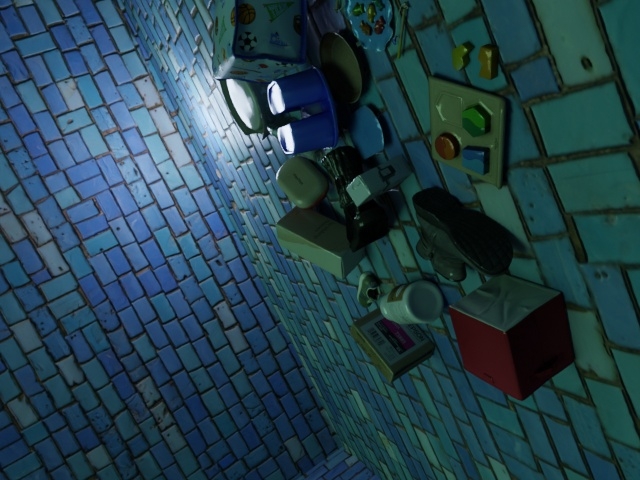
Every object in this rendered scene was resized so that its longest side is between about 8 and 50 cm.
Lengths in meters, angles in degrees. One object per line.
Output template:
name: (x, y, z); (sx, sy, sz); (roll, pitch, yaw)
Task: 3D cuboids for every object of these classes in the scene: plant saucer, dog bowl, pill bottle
plant saucer: (0.065, -0.474, 1.490); (0.198, 0.036, 0.198); (49, 157, 29)
dog bowl: (-0.267, -0.554, 2.103); (0.348, 0.102, 0.348); (50, 158, 28)
pill bottle: (0.279, 0.201, 1.734); (0.131, 0.131, 0.229); (61, 160, 1)

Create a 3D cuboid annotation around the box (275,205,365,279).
box: (0.000, 0.000, 2.013); (0.311, 0.148, 0.121); (26, 144, 29)

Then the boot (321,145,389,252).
boot: (0.107, -0.126, 1.713); (0.260, 0.131, 0.348); (63, 171, 16)

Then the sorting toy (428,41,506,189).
sorting toy: (0.302, -0.272, 1.169); (0.229, 0.041, 0.307); (40, 152, 45)

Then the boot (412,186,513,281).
boot: (0.356, 0.028, 1.376); (0.338, 0.118, 0.222); (-124, 14, -47)

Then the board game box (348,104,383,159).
board game box: (0.138, -0.308, 1.545); (0.169, 0.033, 0.133); (-18, 95, 66)

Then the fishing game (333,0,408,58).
fishing game: (0.106, -0.538, 1.299); (0.264, 0.041, 0.189); (51, 155, 28)

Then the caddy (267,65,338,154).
caddy: (-0.037, -0.384, 1.644); (0.341, 0.179, 0.241); (-146, 39, -75)

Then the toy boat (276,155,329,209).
toy boat: (-0.054, -0.206, 2.040); (0.231, 0.151, 0.151); (49, -174, 31)

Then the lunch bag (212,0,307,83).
lunch bag: (-0.167, -0.654, 1.508); (0.328, 0.239, 0.385); (-169, 78, -67)

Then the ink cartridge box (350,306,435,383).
ink cartridge box: (0.249, 0.348, 1.915); (0.234, 0.193, 0.088); (48, 155, 30)

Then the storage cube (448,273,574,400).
storage cube: (0.441, 0.215, 1.278); (0.215, 0.184, 0.193); (25, 139, 59)

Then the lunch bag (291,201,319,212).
lunch bag: (-0.048, -0.112, 2.172); (0.128, 0.096, 0.151); (91, 155, -54)

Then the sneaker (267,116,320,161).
sneaker: (-0.098, -0.355, 1.949); (0.281, 0.105, 0.115); (39, 152, 46)

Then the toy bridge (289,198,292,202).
toy bridge: (-0.098, -0.174, 2.254); (0.026, 0.063, 0.188); (31, 143, 55)

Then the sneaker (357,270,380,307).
sneaker: (0.186, 0.208, 2.068); (0.086, 0.064, 0.192); (51, 156, 40)

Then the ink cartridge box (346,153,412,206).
ink cartridge box: (0.159, -0.163, 1.502); (0.063, 0.151, 0.109); (59, 159, 6)
